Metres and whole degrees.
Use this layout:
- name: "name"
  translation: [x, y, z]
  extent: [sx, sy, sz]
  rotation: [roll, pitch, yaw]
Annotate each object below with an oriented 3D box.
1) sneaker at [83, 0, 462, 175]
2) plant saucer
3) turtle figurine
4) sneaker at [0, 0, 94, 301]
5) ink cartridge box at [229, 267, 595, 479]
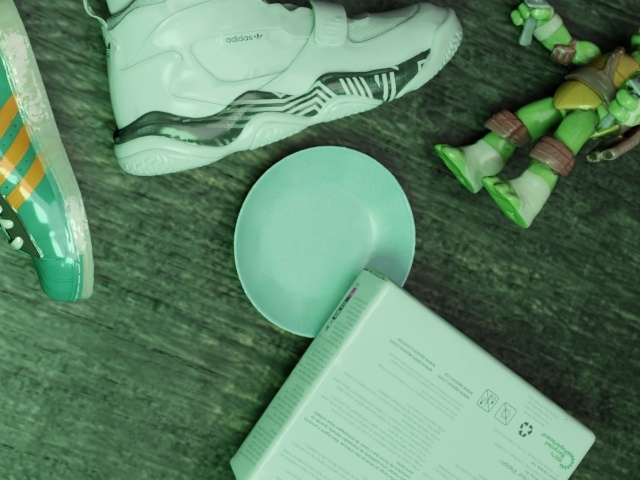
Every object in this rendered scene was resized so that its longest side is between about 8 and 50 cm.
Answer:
- name: "sneaker"
  translation: [-0.047, -0.212, 1.648]
  extent: [0.366, 0.137, 0.210]
  rotation: [-21, 106, -13]
- name: "plant saucer"
  translation: [0.000, 0.000, 1.747]
  extent: [0.195, 0.037, 0.194]
  rotation: [-3, 98, -21]
- name: "turtle figurine"
  translation: [0.239, -0.165, 1.734]
  extent: [0.266, 0.274, 0.198]
  rotation: [-44, 75, -5]
- name: "sneaker"
  translation: [-0.301, -0.076, 1.595]
  extent: [0.121, 0.108, 0.302]
  rotation: [-20, 95, -16]
- name: "ink cartridge box"
  translation: [0.076, 0.248, 1.772]
  extent: [0.324, 0.071, 0.330]
  rotation: [38, 87, -28]
